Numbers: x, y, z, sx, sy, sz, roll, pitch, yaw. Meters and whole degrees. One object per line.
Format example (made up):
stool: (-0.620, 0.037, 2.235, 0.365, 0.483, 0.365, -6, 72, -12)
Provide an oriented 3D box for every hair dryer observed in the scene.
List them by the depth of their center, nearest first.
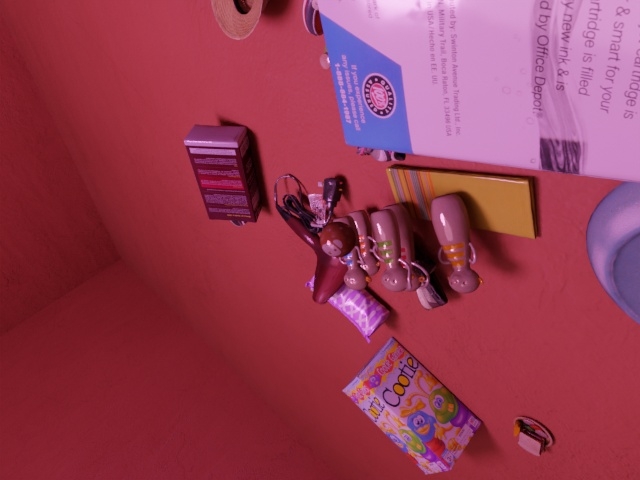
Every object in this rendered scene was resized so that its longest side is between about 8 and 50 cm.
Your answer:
hair dryer: (0.000, 0.000, 0.971, 0.223, 0.080, 0.294, 7, 108, 53)

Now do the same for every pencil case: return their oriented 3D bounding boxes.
pencil case: (0.063, 0.136, 1.042, 0.206, 0.088, 0.086, 38, 150, 19)

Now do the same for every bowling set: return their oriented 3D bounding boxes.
bowling set: (0.086, 0.030, 0.723, 0.287, 0.199, 0.154, -6, 99, 60)

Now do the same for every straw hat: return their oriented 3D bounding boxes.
straw hat: (-0.113, -0.399, 0.713, 0.144, 0.061, 0.145, 21, 122, 38)

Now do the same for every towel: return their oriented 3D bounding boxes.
towel: (0.210, -0.065, 0.690, 0.237, 0.021, 0.102, 15, 140, 45)

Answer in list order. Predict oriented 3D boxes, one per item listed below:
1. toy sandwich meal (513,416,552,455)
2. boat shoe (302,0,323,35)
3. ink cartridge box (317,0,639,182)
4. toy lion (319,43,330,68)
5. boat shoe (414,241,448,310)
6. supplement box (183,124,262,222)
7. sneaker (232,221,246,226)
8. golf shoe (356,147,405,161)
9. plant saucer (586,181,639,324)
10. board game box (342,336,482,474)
toy sandwich meal: (0.420, 0.390, 0.895, 0.085, 0.029, 0.086, 34, 146, 27)
boat shoe: (0.010, -0.347, 0.621, 0.043, 0.049, 0.137, 38, 143, 17)
ink cartridge box: (0.196, -0.215, 0.352, 0.394, 0.166, 0.286, 17, 137, 35)
toy lion: (0.051, -0.282, 0.654, 0.100, 0.034, 0.096, 39, 141, 20)
boat shoe: (0.190, 0.053, 0.820, 0.049, 0.056, 0.152, -20, 100, 32)
supplement box: (-0.226, -0.155, 1.076, 0.130, 0.073, 0.239, 5, 135, 9)
sneaker: (-0.250, -0.117, 1.233, 0.170, 0.068, 0.071, 60, 165, 0)
golf shoe: (0.113, -0.195, 0.645, 0.085, 0.068, 0.186, 14, 140, -1)
plant saucer: (0.423, 0.049, 0.432, 0.317, 0.044, 0.318, 33, 158, 15)
board game box: (0.211, 0.396, 1.073, 0.275, 0.142, 0.144, 43, 149, 14)
